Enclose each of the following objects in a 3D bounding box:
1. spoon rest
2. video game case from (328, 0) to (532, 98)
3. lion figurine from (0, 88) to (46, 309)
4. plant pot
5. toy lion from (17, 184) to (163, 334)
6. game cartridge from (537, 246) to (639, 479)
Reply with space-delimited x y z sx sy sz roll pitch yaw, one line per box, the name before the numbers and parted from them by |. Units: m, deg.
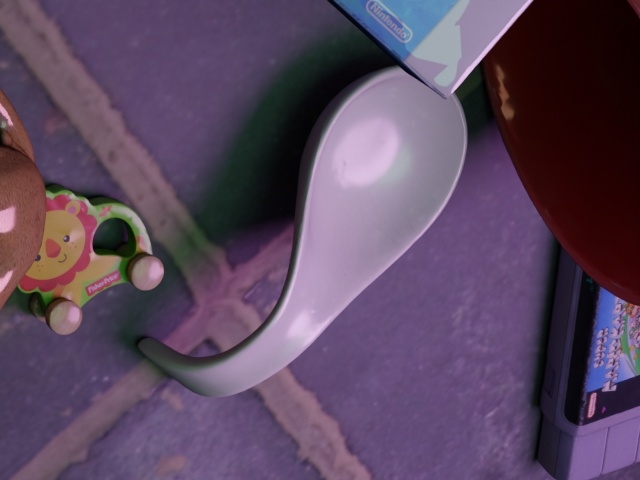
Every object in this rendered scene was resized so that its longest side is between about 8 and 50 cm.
spoon rest | 0.000 0.000 1.302 0.276 0.084 0.137 -49 134 -2
video game case | 0.052 -0.251 1.028 0.269 0.061 0.244 39 93 -29
lion figurine | -0.245 0.045 1.110 0.240 0.142 0.392 32 90 -51
plant pot | 0.277 -0.121 1.292 0.243 0.275 0.275 -23 127 -17
toy lion | -0.159 0.004 1.223 0.100 0.034 0.096 -28 122 -21
game cartridge | 0.290 0.020 1.551 0.230 0.068 0.355 -18 125 -33
